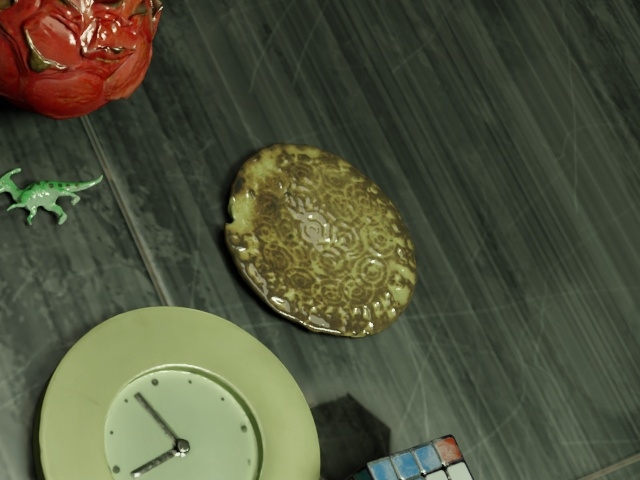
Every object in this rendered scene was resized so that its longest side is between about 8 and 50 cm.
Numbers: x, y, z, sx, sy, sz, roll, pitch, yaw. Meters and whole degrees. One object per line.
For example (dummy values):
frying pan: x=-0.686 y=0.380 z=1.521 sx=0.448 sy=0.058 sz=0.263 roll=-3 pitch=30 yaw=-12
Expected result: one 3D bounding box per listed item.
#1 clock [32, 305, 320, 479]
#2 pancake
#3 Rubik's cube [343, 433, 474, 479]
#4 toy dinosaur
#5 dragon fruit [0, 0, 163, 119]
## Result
clock: x=-0.110 y=0.164 z=1.132 sx=0.235 sy=0.029 sz=0.235 roll=12 pitch=59 yaw=-21
pancake: x=0.001 y=-0.001 z=1.291 sx=0.199 sy=0.021 sz=0.199 roll=13 pitch=57 yaw=-21
Rubik's cube: x=0.069 y=0.222 z=1.150 sx=0.092 sy=0.092 sz=0.092 roll=-12 pitch=69 yaw=-33
toy dinosaur: x=-0.228 y=-0.044 z=1.194 sx=0.062 sy=0.021 sz=0.083 roll=36 pitch=51 yaw=11
dragon fruit: x=-0.216 y=-0.184 z=1.184 sx=0.172 sy=0.209 sz=0.172 roll=-4 pitch=97 yaw=-32
